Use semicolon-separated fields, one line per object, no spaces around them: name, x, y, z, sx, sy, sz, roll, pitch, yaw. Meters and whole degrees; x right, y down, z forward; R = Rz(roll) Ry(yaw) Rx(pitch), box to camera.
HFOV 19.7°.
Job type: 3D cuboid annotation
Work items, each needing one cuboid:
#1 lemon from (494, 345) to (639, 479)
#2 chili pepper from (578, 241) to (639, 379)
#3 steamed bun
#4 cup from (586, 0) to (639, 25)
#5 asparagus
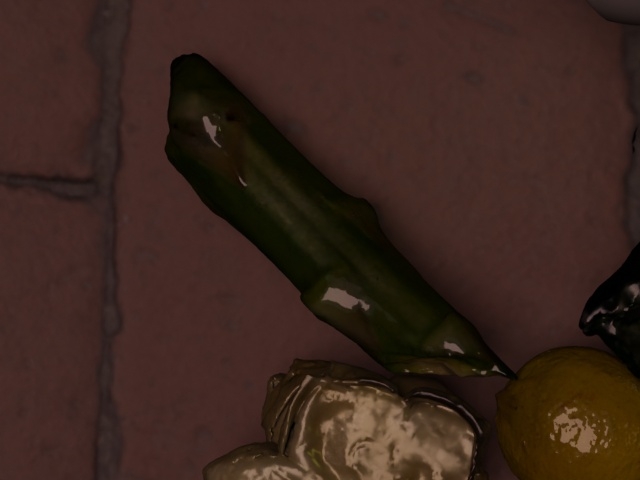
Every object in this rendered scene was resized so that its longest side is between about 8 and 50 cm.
lemon;0.176;0.126;1.217;0.133;0.109;0.109;25;97;1
chili pepper;0.312;0.075;1.180;0.264;0.116;0.148;27;69;20
steamed bun;0.018;0.172;1.273;0.192;0.106;0.177;14;90;9
cup;0.270;-0.283;1.137;0.317;0.212;0.212;-34;79;15
asparagus;-0.001;0.000;1.271;0.085;0.082;0.343;-45;68;2
